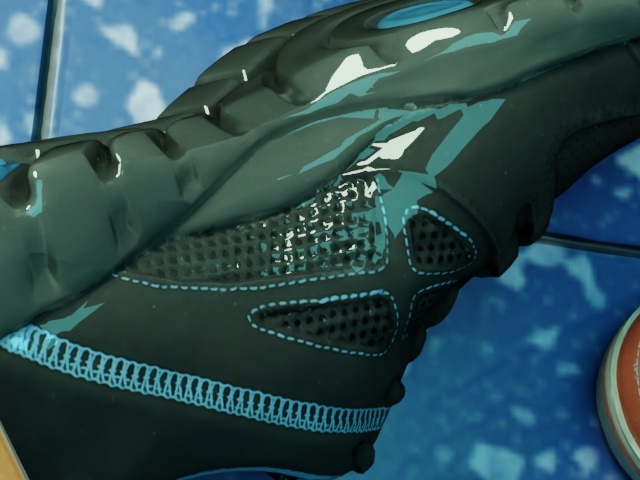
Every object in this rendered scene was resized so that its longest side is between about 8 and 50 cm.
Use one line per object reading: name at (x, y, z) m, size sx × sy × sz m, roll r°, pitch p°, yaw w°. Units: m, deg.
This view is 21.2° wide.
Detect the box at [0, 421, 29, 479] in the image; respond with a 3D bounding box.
box at (-0.217, 0.055, 0.410) m, size 0.215 × 0.168 × 0.345 m, roll -21°, pitch 78°, yaw -36°

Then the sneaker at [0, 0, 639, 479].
sneaker at (0.000, 0.000, 0.588) m, size 0.341 × 0.125 × 0.139 m, roll -23°, pitch 105°, yaw -22°

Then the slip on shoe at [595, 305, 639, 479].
slip on shoe at (0.261, 0.010, 0.649) m, size 0.331 × 0.101 × 0.123 m, roll -19°, pitch 77°, yaw -22°
